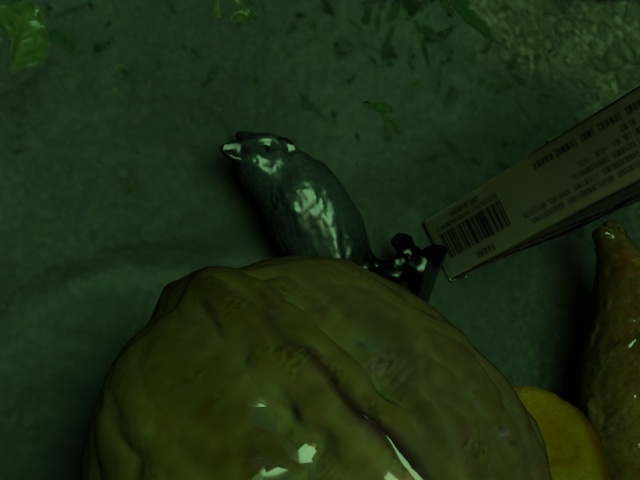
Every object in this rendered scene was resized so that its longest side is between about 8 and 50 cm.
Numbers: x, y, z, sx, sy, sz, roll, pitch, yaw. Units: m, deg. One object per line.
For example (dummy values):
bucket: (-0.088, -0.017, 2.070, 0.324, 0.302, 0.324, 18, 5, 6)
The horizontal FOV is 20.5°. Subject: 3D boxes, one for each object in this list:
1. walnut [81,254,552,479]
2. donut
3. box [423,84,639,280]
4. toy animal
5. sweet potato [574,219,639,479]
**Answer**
walnut: (-0.008, 0.163, 1.241, 0.306, 0.306, 0.344, -27, 73, -29)
donut: (0.151, 0.202, 1.400, 0.162, 0.065, 0.178, -4, 48, 10)
box: (0.255, -0.071, 1.406, 0.214, 0.353, 0.069, -21, 85, -28)
toy animal: (-0.004, 0.000, 1.435, 0.210, 0.121, 0.117, 36, 106, 7)
sweet potato: (0.267, 0.148, 1.476, 0.131, 0.131, 0.336, -1, 67, -25)
